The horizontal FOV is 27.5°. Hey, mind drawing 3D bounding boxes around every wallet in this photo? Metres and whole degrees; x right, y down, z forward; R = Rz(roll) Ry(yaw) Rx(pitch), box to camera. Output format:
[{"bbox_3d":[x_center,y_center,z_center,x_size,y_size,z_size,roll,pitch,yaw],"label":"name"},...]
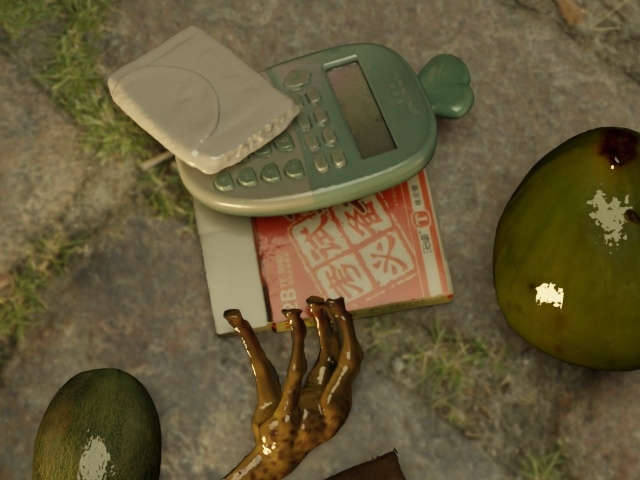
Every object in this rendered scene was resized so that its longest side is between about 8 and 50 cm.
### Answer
[{"bbox_3d":[-0.116,-0.138,1.248,0.124,0.032,0.183,-34,50,-19],"label":"wallet"}]

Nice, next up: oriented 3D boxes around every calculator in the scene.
[{"bbox_3d":[0.006,-0.109,1.251,0.295,0.042,0.184,-17,52,-4],"label":"calculator"}]

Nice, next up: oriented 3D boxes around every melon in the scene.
[{"bbox_3d":[-0.197,0.196,1.157,0.114,0.114,0.167,2,73,-1],"label":"melon"}]

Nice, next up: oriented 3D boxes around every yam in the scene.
[{"bbox_3d":[0.024,0.247,1.167,0.127,0.084,0.084,-21,77,-10],"label":"yam"}]

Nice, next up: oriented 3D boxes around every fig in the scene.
[{"bbox_3d":[0.255,0.002,1.168,0.203,0.225,0.203,-3,52,3],"label":"fig"}]

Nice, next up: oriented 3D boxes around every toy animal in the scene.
[{"bbox_3d":[-0.051,0.172,1.187,0.149,0.054,0.275,21,93,-28],"label":"toy animal"}]

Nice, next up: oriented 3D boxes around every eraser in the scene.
[{"bbox_3d":[0.000,0.000,1.251,0.230,0.038,0.157,-10,75,-4],"label":"eraser"}]
